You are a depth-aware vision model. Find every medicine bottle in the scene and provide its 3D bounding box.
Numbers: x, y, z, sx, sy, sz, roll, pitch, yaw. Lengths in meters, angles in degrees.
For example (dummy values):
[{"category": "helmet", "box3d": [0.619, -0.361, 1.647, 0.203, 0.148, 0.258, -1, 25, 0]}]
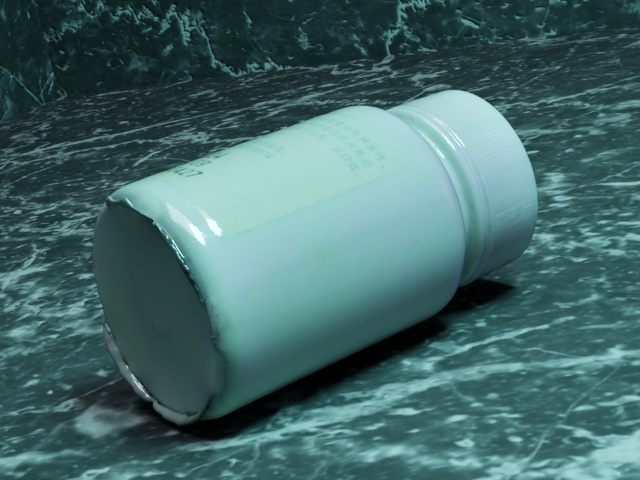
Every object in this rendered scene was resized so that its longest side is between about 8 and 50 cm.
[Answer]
[{"category": "medicine bottle", "box3d": [0.000, 0.000, 1.249, 0.378, 0.214, 0.213, -22, 19, -32]}]
